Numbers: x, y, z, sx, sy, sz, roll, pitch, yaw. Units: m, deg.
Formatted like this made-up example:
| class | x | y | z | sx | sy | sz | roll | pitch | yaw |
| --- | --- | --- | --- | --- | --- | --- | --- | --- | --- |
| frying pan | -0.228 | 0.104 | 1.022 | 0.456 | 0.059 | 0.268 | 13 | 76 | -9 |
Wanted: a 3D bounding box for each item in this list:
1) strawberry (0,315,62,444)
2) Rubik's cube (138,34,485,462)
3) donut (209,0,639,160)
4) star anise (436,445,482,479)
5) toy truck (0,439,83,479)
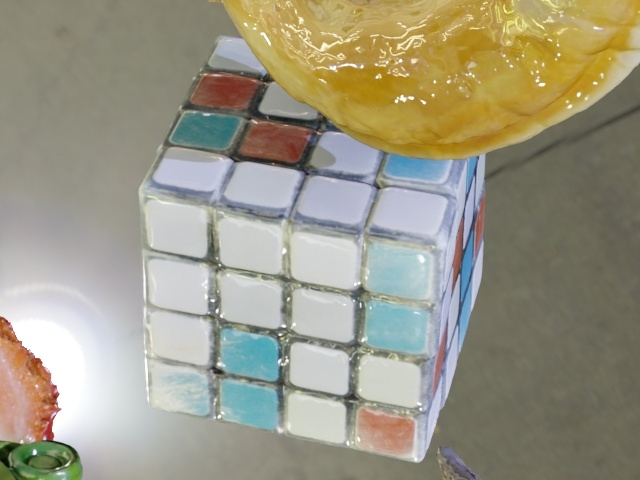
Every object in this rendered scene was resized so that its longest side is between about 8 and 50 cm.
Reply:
| class | x | y | z | sx | sy | sz | roll | pitch | yaw |
| --- | --- | --- | --- | --- | --- | --- | --- | --- | --- |
| strawberry | -0.269 | 0.125 | 1.447 | 0.104 | 0.048 | 0.152 | -11 | 87 | -13 |
| Rubik's cube | 0.000 | 0.000 | 1.507 | 0.259 | 0.256 | 0.253 | 8 | 40 | 10 |
| donut | 0.076 | -0.279 | 1.285 | 0.449 | 0.198 | 0.449 | 9 | 107 | 33 |
| star anise | 0.093 | 0.214 | 1.033 | 0.063 | 0.208 | 0.172 | -17 | 93 | 29 |
| toy truck | -0.288 | 0.223 | 1.279 | 0.210 | 0.148 | 0.187 | 10 | 21 | 5 |
